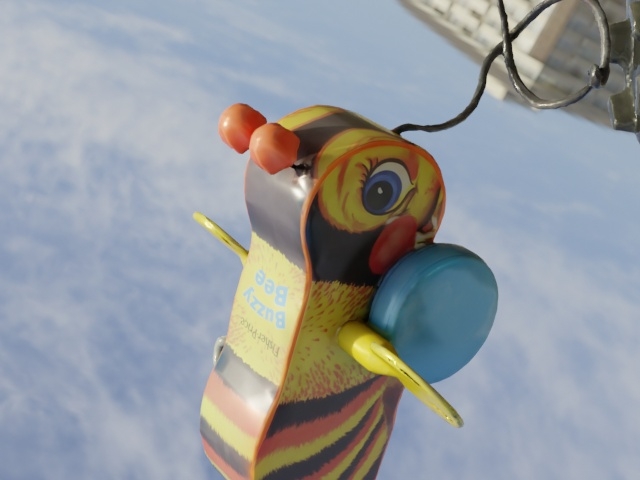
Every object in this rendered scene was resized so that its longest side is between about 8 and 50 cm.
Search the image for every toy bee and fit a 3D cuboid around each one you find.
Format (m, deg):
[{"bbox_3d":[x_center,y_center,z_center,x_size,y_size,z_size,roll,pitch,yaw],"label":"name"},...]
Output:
[{"bbox_3d":[0.000,0.000,0.594,0.162,0.298,0.195,18,170,-42],"label":"toy bee"}]

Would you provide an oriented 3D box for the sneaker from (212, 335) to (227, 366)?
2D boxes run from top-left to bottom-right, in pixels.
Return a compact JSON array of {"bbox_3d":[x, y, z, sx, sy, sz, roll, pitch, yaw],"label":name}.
[{"bbox_3d":[-0.036,0.165,1.226,0.115,0.090,0.232,12,-165,-40],"label":"sneaker"}]

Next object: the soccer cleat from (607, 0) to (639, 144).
[{"bbox_3d":[0.251,-0.212,0.769,0.143,0.331,0.116,-2,179,-4],"label":"soccer cleat"}]
